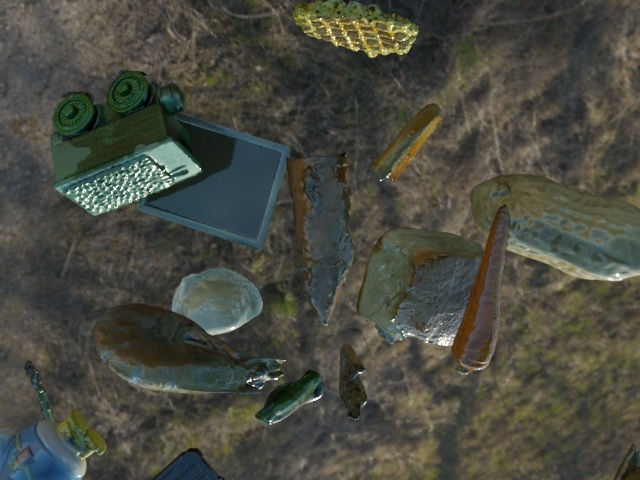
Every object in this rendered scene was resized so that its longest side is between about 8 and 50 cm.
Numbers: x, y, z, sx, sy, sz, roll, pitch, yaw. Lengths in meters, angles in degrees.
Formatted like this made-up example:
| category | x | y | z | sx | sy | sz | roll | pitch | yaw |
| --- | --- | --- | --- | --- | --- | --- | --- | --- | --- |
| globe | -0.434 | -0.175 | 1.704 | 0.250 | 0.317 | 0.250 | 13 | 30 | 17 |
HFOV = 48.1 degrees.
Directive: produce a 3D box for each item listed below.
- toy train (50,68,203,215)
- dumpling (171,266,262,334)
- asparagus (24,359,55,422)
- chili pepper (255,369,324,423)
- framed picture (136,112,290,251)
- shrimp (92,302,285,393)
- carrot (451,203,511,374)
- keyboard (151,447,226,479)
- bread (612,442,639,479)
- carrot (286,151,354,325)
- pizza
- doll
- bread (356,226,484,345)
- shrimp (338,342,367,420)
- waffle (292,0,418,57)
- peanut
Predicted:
| category | x | y | z | sx | sy | sz | roll | pitch | yaw |
| --- | --- | --- | --- | --- | --- | --- | --- | --- | --- |
| toy train | -0.360 | -0.183 | 1.301 | 0.266 | 0.202 | 0.145 | -21 | 156 | 8 |
| dumpling | -0.280 | 0.160 | 1.921 | 0.252 | 0.179 | 0.131 | -10 | -174 | -14 |
| asparagus | -0.520 | 0.329 | 1.364 | 0.025 | 0.024 | 0.249 | -13 | 121 | -15 |
| chili pepper | -0.070 | 0.318 | 1.434 | 0.108 | 0.062 | 0.216 | -32 | 170 | 24 |
| framed picture | -0.210 | -0.120 | 1.397 | 0.017 | 0.274 | 0.217 | -42 | 151 | -77 |
| shrimp | -0.202 | 0.172 | 1.139 | 0.317 | 0.168 | 0.077 | 15 | 127 | -28 |
| carrot | 0.241 | 0.076 | 1.024 | 0.061 | 0.061 | 0.257 | 6 | 102 | -43 |
| keyboard | -0.280 | 0.474 | 1.254 | 0.262 | 0.106 | 0.016 | -44 | 176 | 10 |
| bread | 0.478 | 0.380 | 0.905 | 0.314 | 0.191 | 0.370 | 26 | 88 | -10 |
| carrot | 0.000 | 0.000 | 1.083 | 0.101 | 0.102 | 0.263 | -4 | 95 | -34 |
| pizza | 0.124 | -0.139 | 1.081 | 0.178 | 0.041 | 0.131 | -51 | 173 | -20 |
| doll | -0.406 | 0.329 | 0.962 | 0.241 | 0.098 | 0.135 | -41 | 138 | -15 |
| bread | 0.226 | 0.108 | 1.598 | 0.250 | 0.225 | 0.279 | 5 | 117 | -24 |
| shrimp | 0.078 | 0.323 | 1.694 | 0.059 | 0.254 | 0.145 | 2 | 99 | -4 |
| waffle | 0.086 | -0.540 | 1.817 | 0.311 | 0.307 | 0.060 | 13 | 87 | -20 |
| peanut | 0.403 | -0.024 | 1.220 | 0.152 | 0.313 | 0.152 | 18 | 90 | -80 |
